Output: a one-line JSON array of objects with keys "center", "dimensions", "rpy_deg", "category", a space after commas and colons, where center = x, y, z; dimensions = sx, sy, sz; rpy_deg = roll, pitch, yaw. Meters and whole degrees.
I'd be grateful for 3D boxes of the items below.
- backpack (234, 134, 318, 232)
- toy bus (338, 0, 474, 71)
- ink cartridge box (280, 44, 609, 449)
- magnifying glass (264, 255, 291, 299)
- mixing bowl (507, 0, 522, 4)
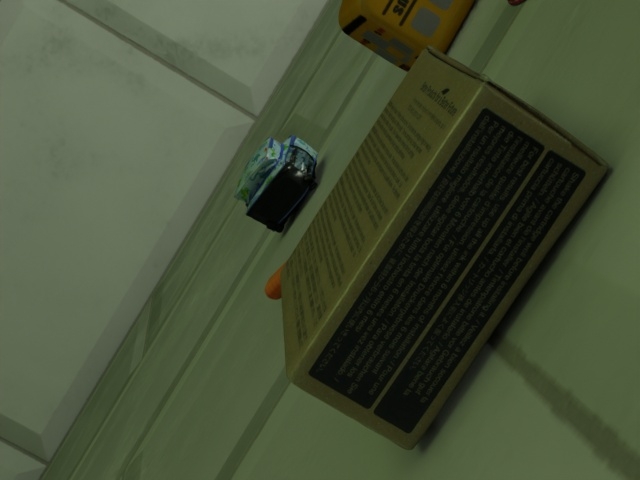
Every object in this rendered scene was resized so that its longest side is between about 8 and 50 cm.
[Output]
[{"center": [-0.054, -0.083, 1.614], "dimensions": [0.105, 0.084, 0.114], "rpy_deg": [-52, 9, 28], "category": "backpack"}, {"center": [0.138, -0.348, 1.292], "dimensions": [0.332, 0.130, 0.108], "rpy_deg": [-60, 8, -6], "category": "toy bus"}, {"center": [0.060, -0.008, 0.762], "dimensions": [0.193, 0.088, 0.234], "rpy_deg": [-56, 9, 10], "category": "ink cartridge box"}, {"center": [0.000, 0.000, 1.252], "dimensions": [0.231, 0.026, 0.092], "rpy_deg": [-48, 14, 52], "category": "magnifying glass"}, {"center": [0.174, -0.303, 1.064], "dimensions": [0.181, 0.098, 0.181], "rpy_deg": [-57, 11, 16], "category": "mixing bowl"}]
